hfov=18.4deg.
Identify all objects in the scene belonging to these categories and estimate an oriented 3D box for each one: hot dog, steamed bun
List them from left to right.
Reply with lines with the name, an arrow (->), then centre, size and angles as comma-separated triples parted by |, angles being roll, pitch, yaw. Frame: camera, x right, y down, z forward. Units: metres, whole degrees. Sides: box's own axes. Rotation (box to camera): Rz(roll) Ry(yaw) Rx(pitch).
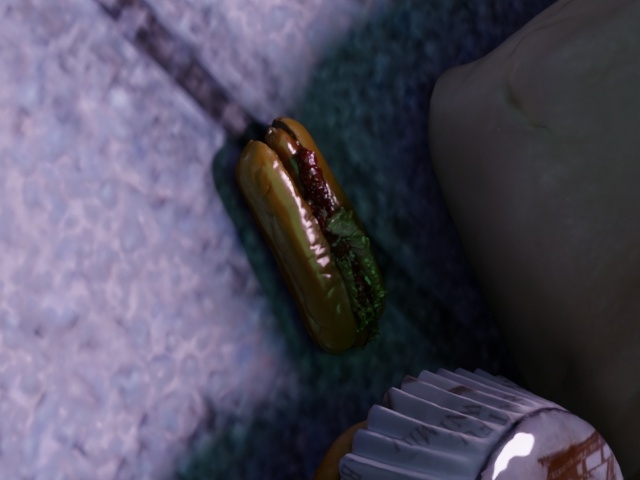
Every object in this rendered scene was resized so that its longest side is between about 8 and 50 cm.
hot dog -> 0.000, 0.000, 0.633 | 0.037, 0.021, 0.083 | -44, 115, -37
hot dog -> 0.053, 0.172, 0.623 | 0.144, 0.075, 0.268 | -13, 103, -45
steamed bun -> 0.204, -0.003, 0.710 | 0.289, 0.203, 0.276 | 55, 52, -25
